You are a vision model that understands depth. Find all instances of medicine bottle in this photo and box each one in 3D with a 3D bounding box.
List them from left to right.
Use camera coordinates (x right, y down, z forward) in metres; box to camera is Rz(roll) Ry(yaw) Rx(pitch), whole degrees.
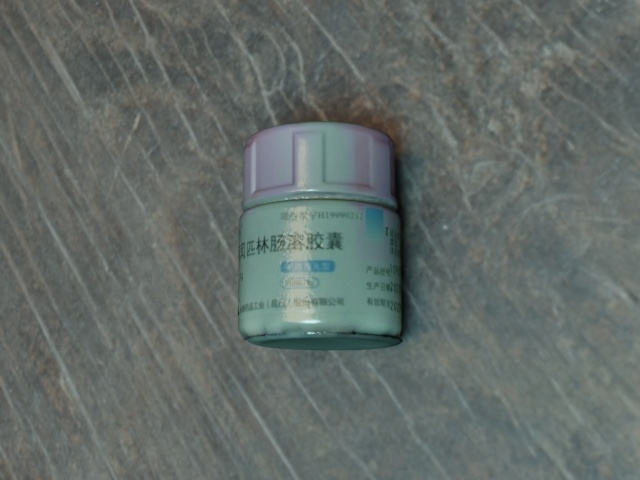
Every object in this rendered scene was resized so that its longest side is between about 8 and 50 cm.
[{"bbox_3d":[0.000,0.000,0.923,0.135,0.135,0.169,-6,77,32],"label":"medicine bottle"}]
